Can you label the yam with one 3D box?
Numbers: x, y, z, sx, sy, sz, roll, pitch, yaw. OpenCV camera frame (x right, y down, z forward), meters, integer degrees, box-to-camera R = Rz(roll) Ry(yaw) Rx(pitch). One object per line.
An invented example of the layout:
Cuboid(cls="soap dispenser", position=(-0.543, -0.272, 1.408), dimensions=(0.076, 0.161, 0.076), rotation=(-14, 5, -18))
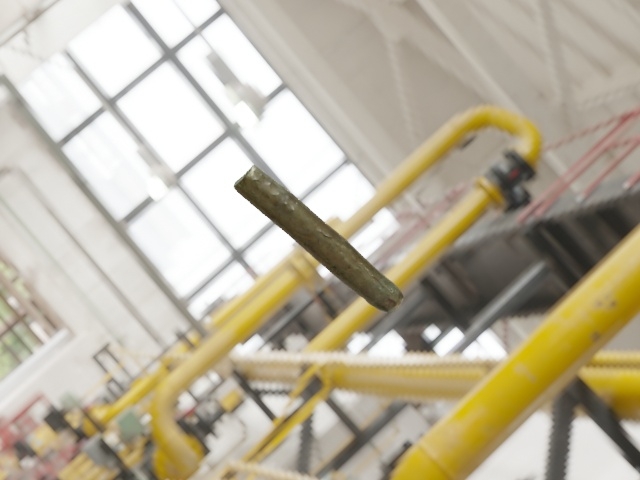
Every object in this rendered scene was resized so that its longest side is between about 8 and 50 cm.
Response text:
Cuboid(cls="yam", position=(0.000, 0.000, 0.861), dimensions=(0.116, 0.021, 0.021), rotation=(40, -13, -3))
